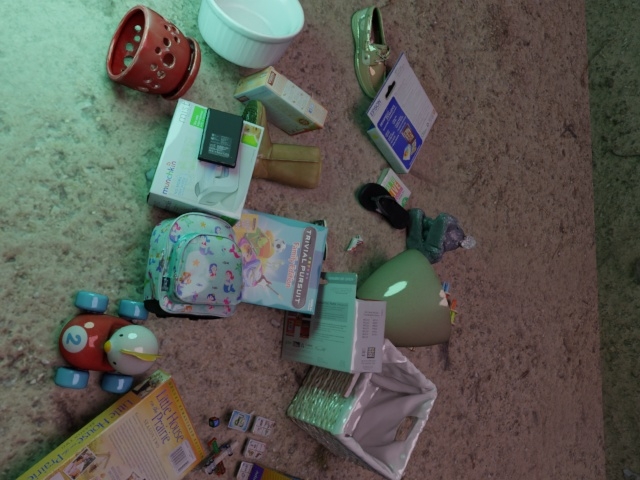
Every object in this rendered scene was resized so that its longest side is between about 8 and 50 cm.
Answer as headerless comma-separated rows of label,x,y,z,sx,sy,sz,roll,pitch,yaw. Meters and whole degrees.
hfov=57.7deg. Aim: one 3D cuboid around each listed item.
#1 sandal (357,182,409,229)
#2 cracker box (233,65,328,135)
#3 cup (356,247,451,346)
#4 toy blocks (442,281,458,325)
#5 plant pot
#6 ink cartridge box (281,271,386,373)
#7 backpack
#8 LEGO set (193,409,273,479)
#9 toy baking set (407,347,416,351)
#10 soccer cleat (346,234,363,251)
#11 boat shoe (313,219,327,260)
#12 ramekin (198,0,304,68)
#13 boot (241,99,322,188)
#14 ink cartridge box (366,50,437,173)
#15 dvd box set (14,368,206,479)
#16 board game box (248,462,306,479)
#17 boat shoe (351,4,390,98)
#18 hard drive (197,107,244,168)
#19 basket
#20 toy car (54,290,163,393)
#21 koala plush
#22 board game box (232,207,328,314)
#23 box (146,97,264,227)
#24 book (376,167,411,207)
sandal,0.233,-0.122,2.028,0.254,0.054,0.097,30,87,-34
cracker box,-0.113,-0.398,1.684,0.232,0.155,0.067,29,71,-37
cup,0.245,0.217,1.915,0.237,0.331,0.331,-18,102,-12
toy blocks,0.497,0.246,2.270,0.123,0.054,0.148,27,71,-37
plant pot,-0.400,-0.445,1.418,0.174,0.191,0.191,20,76,-42
ink cartridge box,0.037,0.231,1.702,0.130,0.309,0.272,10,83,-40
backpack,-0.303,0.058,1.417,0.225,0.191,0.254,12,71,-40
LEGO set,-0.249,0.571,1.637,0.244,0.060,0.182,37,65,-47
toy baking set,0.328,0.283,2.138,0.196,0.030,0.256,5,86,-41
soccer cleat,0.113,0.011,1.959,0.083,0.029,0.036,-34,102,-39
boat shoe,0.000,0.000,1.853,0.042,0.049,0.133,-7,102,-13
ramekin,-0.195,-0.597,1.567,0.277,0.135,0.277,15,53,-21
boot,-0.113,-0.279,1.727,0.269,0.089,0.236,1,106,-40
ink cartridge box,0.280,-0.449,2.068,0.307,0.072,0.304,47,62,-35
dvd box set,-0.482,0.544,1.359,0.420,0.062,0.308,-38,131,-34
board game box,-0.021,0.881,1.602,0.356,0.356,0.357,37,66,-38
boat shoe,0.182,-0.639,1.981,0.109,0.098,0.302,-15,99,-40
hard drive,-0.246,-0.255,1.442,0.094,0.022,0.135,12,76,-17
basket,0.135,0.510,1.813,0.331,0.266,0.328,46,61,-30
toy car,-0.460,0.242,1.320,0.210,0.238,0.219,19,77,-39
koala plush,0.451,-0.011,2.159,0.221,0.196,0.203,-1,102,-41
board game box,-0.163,0.054,1.615,0.336,0.079,0.254,12,81,-20
box,-0.295,-0.192,1.493,0.231,0.127,0.262,18,74,-17
book,0.259,-0.177,2.088,0.144,0.035,0.096,42,68,-34
